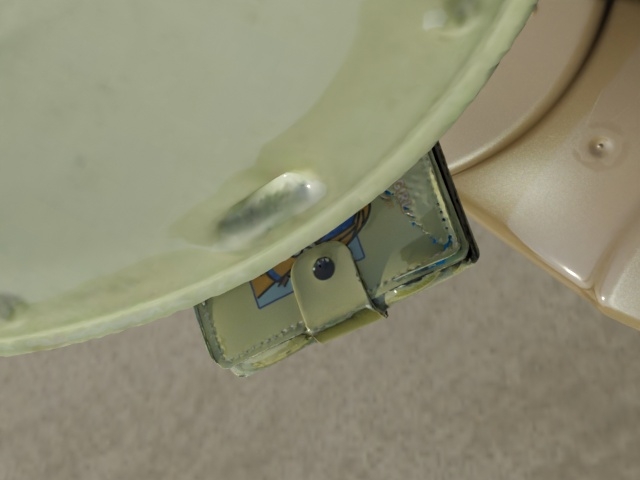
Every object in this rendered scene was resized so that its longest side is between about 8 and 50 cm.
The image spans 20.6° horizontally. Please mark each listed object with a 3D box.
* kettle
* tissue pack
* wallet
[{"bbox_3d":[-0.057,-0.217,0.395,0.361,0.377,0.250,-36,127,22],"label":"kettle"},{"bbox_3d":[0.217,-0.131,1.418,0.387,0.277,0.267,34,117,-17],"label":"tissue pack"},{"bbox_3d":[0.000,0.000,0.958,0.155,0.110,0.039,-26,147,14],"label":"wallet"}]
